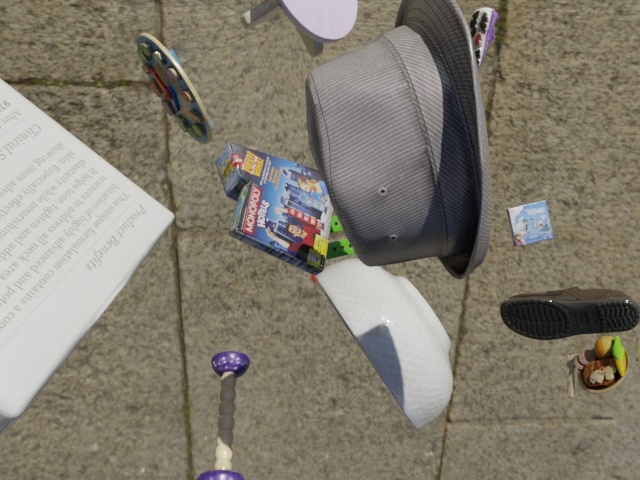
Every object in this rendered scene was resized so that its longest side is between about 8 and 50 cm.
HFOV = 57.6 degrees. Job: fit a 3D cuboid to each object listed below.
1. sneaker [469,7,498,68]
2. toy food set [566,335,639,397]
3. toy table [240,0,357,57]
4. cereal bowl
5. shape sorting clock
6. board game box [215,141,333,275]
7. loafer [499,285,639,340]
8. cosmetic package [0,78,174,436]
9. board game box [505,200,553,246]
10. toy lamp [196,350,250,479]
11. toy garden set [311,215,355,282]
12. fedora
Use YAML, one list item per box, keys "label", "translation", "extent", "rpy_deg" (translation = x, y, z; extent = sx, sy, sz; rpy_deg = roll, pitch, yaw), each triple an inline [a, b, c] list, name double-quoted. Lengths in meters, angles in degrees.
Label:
- label: "sneaker"
  translation: [0.398, -0.483, 1.435]
  extent: [0.071, 0.068, 0.169]
  rpy_deg: [-12, 131, -35]
- label: "toy food set"
  translation: [0.608, 0.269, 1.266]
  extent: [0.039, 0.132, 0.192]
  rpy_deg: [36, 140, -17]
- label: "toy table"
  translation: [-0.042, -0.536, 1.238]
  extent: [0.252, 0.161, 0.274]
  rpy_deg: [-19, 96, -20]
- label: "cereal bowl"
  translation: [0.135, 0.167, 1.070]
  extent: [0.141, 0.339, 0.339]
  rpy_deg: [-33, 110, -4]
- label: "shape sorting clock"
  translation: [-0.252, -0.254, 0.995]
  extent: [0.040, 0.206, 0.206]
  rpy_deg: [-35, 111, -15]
- label: "board game box"
  translation: [-0.077, -0.058, 0.894]
  extent: [0.194, 0.194, 0.060]
  rpy_deg: [26, 139, -19]
- label: "loafer"
  translation: [0.425, 0.121, 1.003]
  extent: [0.220, 0.078, 0.080]
  rpy_deg: [-2, 109, 23]
- label: "cosmetic package"
  translation: [-0.475, 0.020, 0.724]
  extent: [0.394, 0.329, 0.327]
  rpy_deg: [40, 133, -13]
- label: "board game box"
  translation: [0.481, -0.039, 1.337]
  extent: [0.090, 0.020, 0.090]
  rpy_deg: [-14, 92, -3]
- label: "toy lamp"
  translation: [-0.160, 0.322, 0.968]
  extent: [0.080, 0.274, 0.080]
  rpy_deg: [-1, 138, -1]
- label: "toy garden set"
  translation: [0.000, 0.000, 1.563]
  extent: [0.204, 0.049, 0.244]
  rpy_deg: [-11, 85, -34]
- label: "fedora"
  translation: [0.058, -0.081, 0.530]
  extent: [0.124, 0.243, 0.275]
  rpy_deg: [-16, 132, -1]
